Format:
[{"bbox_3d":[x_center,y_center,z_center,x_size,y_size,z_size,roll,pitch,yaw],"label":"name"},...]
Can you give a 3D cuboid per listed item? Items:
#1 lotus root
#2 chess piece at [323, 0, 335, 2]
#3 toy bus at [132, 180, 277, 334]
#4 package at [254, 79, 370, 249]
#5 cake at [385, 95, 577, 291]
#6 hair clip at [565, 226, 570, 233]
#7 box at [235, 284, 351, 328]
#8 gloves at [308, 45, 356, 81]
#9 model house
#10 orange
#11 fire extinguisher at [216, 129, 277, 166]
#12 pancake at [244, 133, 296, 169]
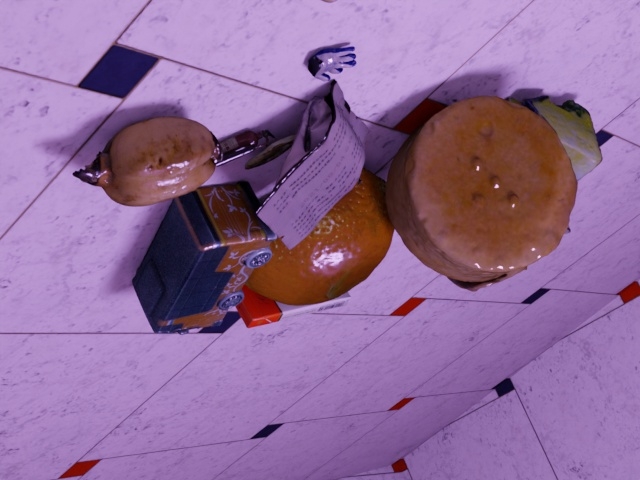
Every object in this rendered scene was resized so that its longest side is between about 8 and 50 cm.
[{"bbox_3d":[-0.246,-0.110,1.407,0.221,0.118,0.125,-15,120,-24],"label":"lotus root"},{"bbox_3d":[0.141,-0.429,1.210,0.397,0.117,0.117,-34,156,16],"label":"chess piece"},{"bbox_3d":[-0.207,0.037,1.716,0.167,0.138,0.275,-9,148,-36],"label":"toy bus"},{"bbox_3d":[-0.002,-0.113,1.621,0.251,0.062,0.204,-60,155,-8],"label":"package"},{"bbox_3d":[0.267,-0.076,1.832,0.332,0.332,0.321,-23,175,-15],"label":"cake"},{"bbox_3d":[0.481,-0.039,2.383,0.172,0.113,0.282,-35,161,14],"label":"hair clip"},{"bbox_3d":[-0.069,0.091,1.976,0.245,0.139,0.035,-12,148,-37],"label":"box"},{"bbox_3d":[0.017,-0.266,1.500,0.086,0.026,0.064,-19,156,-32],"label":"gloves"},{"bbox_3d":[0.407,-0.199,1.975,0.211,0.170,0.194,23,137,-27],"label":"model house"},{"bbox_3d":[0.004,0.009,1.868,0.334,0.196,0.262,-30,172,-31],"label":"orange"},{"bbox_3d":[-0.148,-0.137,1.549,0.173,0.035,0.049,-25,-172,-10],"label":"fire extinguisher"},{"bbox_3d":[-0.075,-0.143,1.606,0.108,0.017,0.108,-32,-179,0],"label":"pancake"}]
